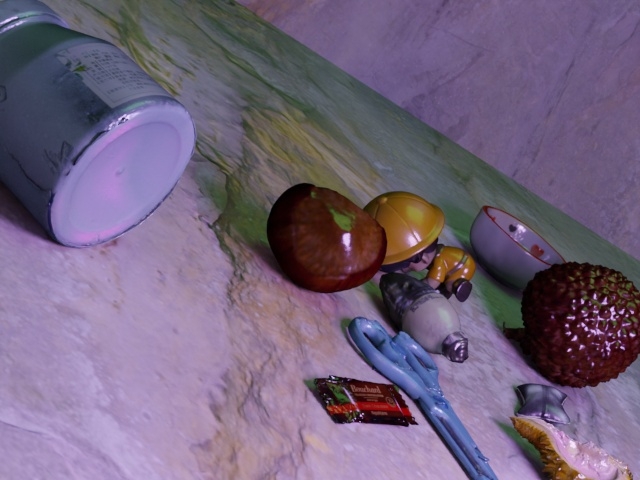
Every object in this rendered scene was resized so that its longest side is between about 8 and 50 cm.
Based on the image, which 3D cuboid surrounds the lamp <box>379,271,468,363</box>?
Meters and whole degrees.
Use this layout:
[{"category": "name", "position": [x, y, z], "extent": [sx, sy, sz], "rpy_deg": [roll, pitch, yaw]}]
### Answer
[{"category": "lamp", "position": [0.177, 0.129, 1.911], "extent": [0.101, 0.101, 0.250], "rpy_deg": [20, 15, -40]}]

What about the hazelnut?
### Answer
[{"category": "hazelnut", "position": [0.005, -0.005, 1.816], "extent": [0.201, 0.170, 0.160], "rpy_deg": [50, 19, 11]}]

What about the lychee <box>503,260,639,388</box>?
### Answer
[{"category": "lychee", "position": [0.512, 0.170, 2.206], "extent": [0.264, 0.300, 0.264], "rpy_deg": [32, 51, -53]}]

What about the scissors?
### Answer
[{"category": "scissors", "position": [0.170, 0.247, 1.703], "extent": [0.180, 0.032, 0.393], "rpy_deg": [20, 23, -39]}]

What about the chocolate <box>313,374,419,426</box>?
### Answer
[{"category": "chocolate", "position": [0.066, 0.232, 1.563], "extent": [0.182, 0.028, 0.086], "rpy_deg": [13, 36, -48]}]

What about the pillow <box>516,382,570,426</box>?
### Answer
[{"category": "pillow", "position": [0.397, 0.293, 1.965], "extent": [0.091, 0.055, 0.135], "rpy_deg": [34, 16, 2]}]

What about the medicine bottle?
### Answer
[{"category": "medicine bottle", "position": [-0.350, -0.168, 1.479], "extent": [0.290, 0.245, 0.245], "rpy_deg": [42, 18, 21]}]

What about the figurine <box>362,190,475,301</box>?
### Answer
[{"category": "figurine", "position": [0.187, 0.007, 2.140], "extent": [0.257, 0.167, 0.192], "rpy_deg": [30, 5, -24]}]

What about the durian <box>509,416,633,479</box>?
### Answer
[{"category": "durian", "position": [0.391, 0.360, 1.763], "extent": [0.224, 0.078, 0.140], "rpy_deg": [32, 27, 25]}]

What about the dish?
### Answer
[{"category": "dish", "position": [0.461, 0.035, 2.643], "extent": [0.256, 0.117, 0.256], "rpy_deg": [33, 18, -12]}]
